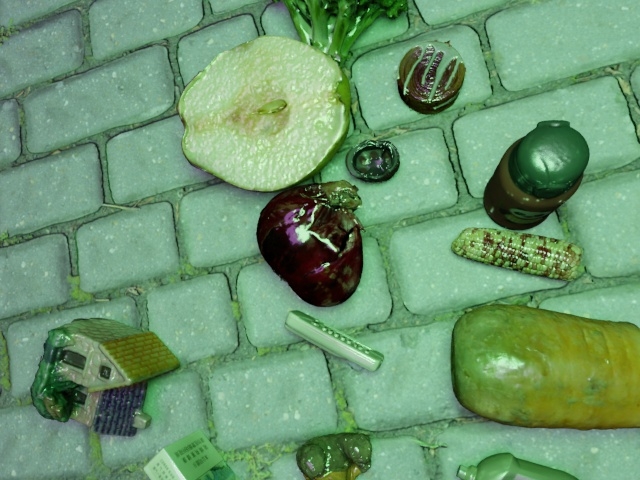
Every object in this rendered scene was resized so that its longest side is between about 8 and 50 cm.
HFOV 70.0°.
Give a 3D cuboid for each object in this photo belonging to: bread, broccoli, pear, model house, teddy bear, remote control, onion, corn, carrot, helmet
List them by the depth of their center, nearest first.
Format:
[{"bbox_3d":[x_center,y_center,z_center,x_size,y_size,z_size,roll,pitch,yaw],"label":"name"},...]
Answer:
[{"bbox_3d":[0.420,0.235,0.849,0.340,0.224,0.224,1,83,12],"label":"carrot"},{"bbox_3d":[0.404,0.021,0.954,0.253,0.086,0.086,12,85,18],"label":"corn"},{"bbox_3d":[0.028,0.506,0.959,0.140,0.177,0.190,-31,70,54],"label":"teddy bear"},{"bbox_3d":[-0.014,0.013,0.990,0.280,0.221,0.281,2,93,28],"label":"onion"},{"bbox_3d":[0.028,0.224,1.014,0.230,0.090,0.049,25,90,17],"label":"remote control"},{"bbox_3d":[0.036,-0.548,1.044,0.321,0.303,0.284,25,114,38],"label":"broccoli"},{"bbox_3d":[0.251,-0.376,1.051,0.160,0.073,0.161,-2,82,14],"label":"bread"},{"bbox_3d":[0.125,-0.177,1.056,0.123,0.070,0.098,-1,76,20],"label":"helmet"},{"bbox_3d":[-0.113,-0.270,1.064,0.386,0.191,0.341,-5,87,12],"label":"pear"},{"bbox_3d":[-0.494,0.328,1.068,0.237,0.202,0.237,14,86,16],"label":"model house"}]

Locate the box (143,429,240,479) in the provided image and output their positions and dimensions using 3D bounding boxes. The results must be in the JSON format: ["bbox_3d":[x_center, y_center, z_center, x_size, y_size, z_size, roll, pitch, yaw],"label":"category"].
[{"bbox_3d":[-0.244,0.551,0.996,0.069,0.164,0.256,-46,75,3],"label":"box"}]

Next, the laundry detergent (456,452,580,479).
[{"bbox_3d":[0.389,0.511,0.886,0.253,0.091,0.181,21,93,15],"label":"laundry detergent"}]

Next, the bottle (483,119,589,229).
[{"bbox_3d":[0.389,-0.114,0.845,0.143,0.336,0.144,-2,81,14],"label":"bottle"}]
